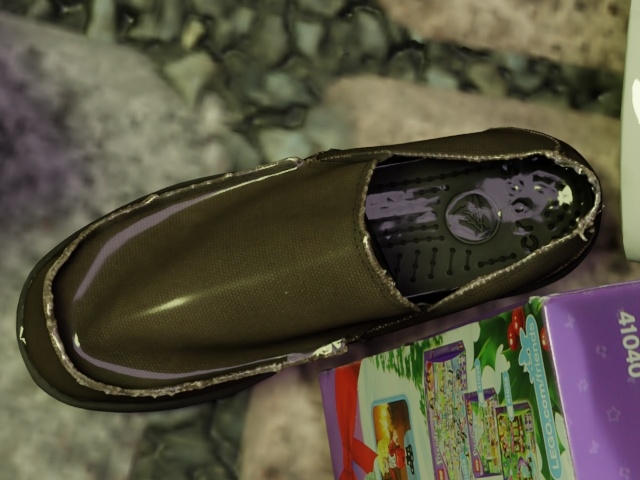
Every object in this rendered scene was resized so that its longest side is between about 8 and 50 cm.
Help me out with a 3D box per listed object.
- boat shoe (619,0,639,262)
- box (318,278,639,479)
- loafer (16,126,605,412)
[{"bbox_3d":[0.161,-0.098,0.554,0.081,0.079,0.227,9,76,18],"label":"boat shoe"},{"bbox_3d":[0.074,0.168,0.445,0.057,0.201,0.293,-7,82,-18],"label":"box"},{"bbox_3d":[0.000,0.000,0.526,0.220,0.078,0.080,-18,84,-10],"label":"loafer"}]
